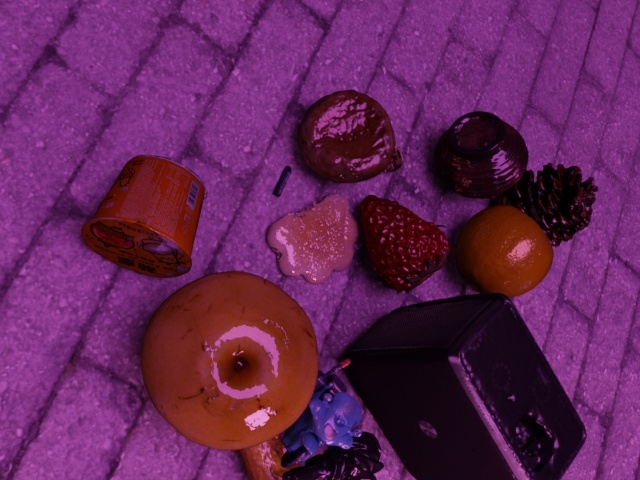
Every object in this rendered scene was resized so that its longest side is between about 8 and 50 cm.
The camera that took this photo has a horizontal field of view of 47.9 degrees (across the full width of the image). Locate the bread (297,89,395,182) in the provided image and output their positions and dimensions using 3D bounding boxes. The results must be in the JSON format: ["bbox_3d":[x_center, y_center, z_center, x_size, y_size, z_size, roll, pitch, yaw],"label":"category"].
[{"bbox_3d":[0.060,-0.237,1.685,0.230,0.123,0.230,1,77,-4],"label":"bread"}]

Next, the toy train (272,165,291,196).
[{"bbox_3d":[-0.085,-0.139,1.659,0.017,0.017,0.083,34,65,-24],"label":"toy train"}]

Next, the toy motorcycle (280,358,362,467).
[{"bbox_3d":[0.005,0.354,1.478,0.123,0.182,0.272,51,15,-8],"label":"toy motorcycle"}]

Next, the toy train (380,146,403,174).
[{"bbox_3d":[0.142,-0.203,1.796,0.138,0.050,0.087,-25,98,-33],"label":"toy train"}]

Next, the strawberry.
[{"bbox_3d":[0.184,-0.009,1.718,0.205,0.205,0.244,-29,76,-33],"label":"strawberry"}]

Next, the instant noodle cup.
[{"bbox_3d":[-0.326,-0.050,1.389,0.215,0.216,0.172,29,58,-25],"label":"instant noodle cup"}]

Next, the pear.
[{"bbox_3d":[-0.168,0.226,1.368,0.348,0.348,0.348,6,78,-31],"label":"pear"}]

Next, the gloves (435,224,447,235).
[{"bbox_3d":[0.307,0.003,1.877,0.064,0.026,0.086,-6,89,-31],"label":"gloves"}]

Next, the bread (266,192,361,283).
[{"bbox_3d":[0.000,0.000,1.675,0.251,0.039,0.182,-27,96,-33],"label":"bread"}]

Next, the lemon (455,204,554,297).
[{"bbox_3d":[0.453,0.042,1.843,0.219,0.240,0.240,-39,103,-11],"label":"lemon"}]

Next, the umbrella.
[{"bbox_3d":[0.025,0.470,1.501,0.340,0.118,0.118,10,74,-57],"label":"umbrella"}]

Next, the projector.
[{"bbox_3d":[0.304,0.339,1.587,0.242,0.405,0.395,-39,102,-32],"label":"projector"}]

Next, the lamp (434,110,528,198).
[{"bbox_3d":[0.417,-0.214,1.873,0.247,0.247,0.247,6,78,-31],"label":"lamp"}]

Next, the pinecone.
[{"bbox_3d":[0.619,-0.091,1.961,0.243,0.257,0.243,-18,110,-60],"label":"pinecone"}]

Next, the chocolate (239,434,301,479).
[{"bbox_3d":[-0.031,0.593,1.479,0.162,0.162,0.445,-26,94,-33],"label":"chocolate"}]
